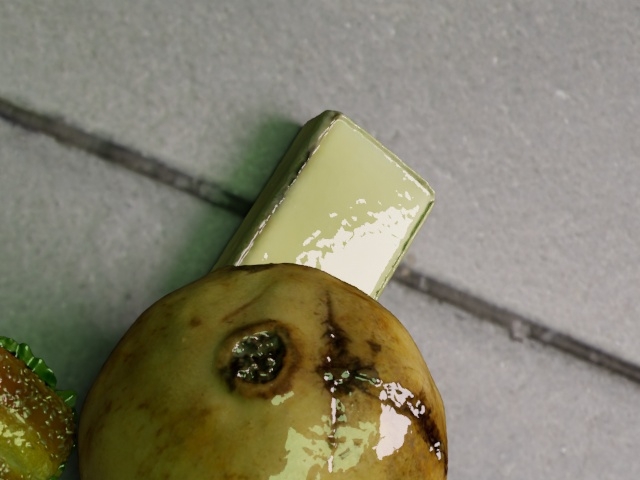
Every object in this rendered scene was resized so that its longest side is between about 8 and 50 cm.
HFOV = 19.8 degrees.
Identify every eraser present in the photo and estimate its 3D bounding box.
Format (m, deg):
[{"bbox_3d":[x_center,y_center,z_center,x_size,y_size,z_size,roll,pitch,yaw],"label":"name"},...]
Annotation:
[{"bbox_3d":[0.000,0.000,1.404,0.117,0.058,0.172,39,66,-17],"label":"eraser"}]

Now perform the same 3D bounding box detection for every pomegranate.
[{"bbox_3d":[-0.038,0.144,1.258,0.260,0.260,0.260,5,79,-27],"label":"pomegranate"}]

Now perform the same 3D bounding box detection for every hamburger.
[{"bbox_3d":[-0.243,0.118,1.240,0.166,0.087,0.137,43,65,-14],"label":"hamburger"}]
